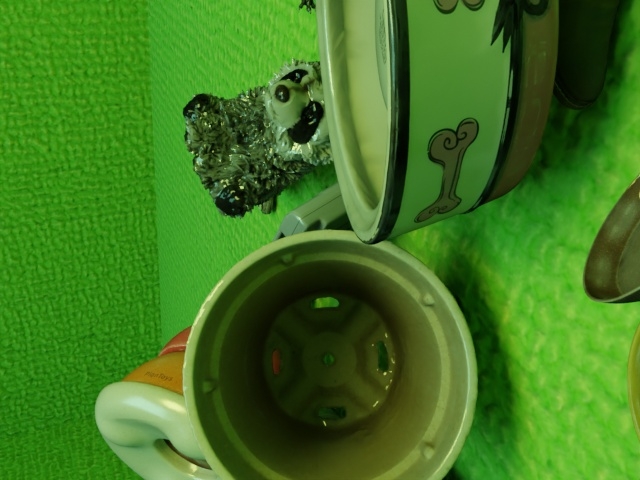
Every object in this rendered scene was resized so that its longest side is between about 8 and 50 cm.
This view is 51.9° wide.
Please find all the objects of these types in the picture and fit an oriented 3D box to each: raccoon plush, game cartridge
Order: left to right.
[{"bbox_3d":[-0.044,-0.198,1.148,0.446,0.299,0.216,-57,-54,-78],"label":"raccoon plush"},{"bbox_3d":[0.000,0.000,0.998,0.062,0.198,0.297,46,146,10],"label":"game cartridge"}]

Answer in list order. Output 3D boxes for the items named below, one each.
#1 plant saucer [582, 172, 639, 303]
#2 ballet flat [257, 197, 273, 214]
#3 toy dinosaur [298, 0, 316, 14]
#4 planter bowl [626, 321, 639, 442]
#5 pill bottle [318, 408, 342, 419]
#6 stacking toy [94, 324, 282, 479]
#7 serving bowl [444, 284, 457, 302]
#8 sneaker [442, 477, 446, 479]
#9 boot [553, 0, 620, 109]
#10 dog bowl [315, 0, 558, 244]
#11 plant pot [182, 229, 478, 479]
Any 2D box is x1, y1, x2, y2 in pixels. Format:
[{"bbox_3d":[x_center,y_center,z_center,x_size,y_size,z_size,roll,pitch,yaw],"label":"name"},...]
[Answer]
[{"bbox_3d":[0.263,-0.018,0.493,0.029,0.168,0.168,33,148,0],"label":"plant saucer"},{"bbox_3d":[-0.146,-0.179,1.441,0.084,0.058,0.250,180,82,-67],"label":"ballet flat"},{"bbox_3d":[-0.021,-0.450,1.062,0.118,0.064,0.268,-45,55,54],"label":"toy dinosaur"},{"bbox_3d":[0.324,0.115,0.436,0.217,0.090,0.217,170,90,-67],"label":"planter bowl"},{"bbox_3d":[-0.006,0.393,1.215,0.264,0.153,0.153,-143,49,-59],"label":"pill bottle"},{"bbox_3d":[-0.134,0.217,1.192,0.350,0.480,0.351,18,139,16],"label":"stacking toy"},{"bbox_3d":[0.161,0.092,0.878,0.083,0.027,0.084,170,90,-67],"label":"serving bowl"},{"bbox_3d":[0.142,0.324,0.977,0.086,0.064,0.192,-121,24,-68],"label":"sneaker"},{"bbox_3d":[0.232,-0.222,0.535,0.106,0.082,0.220,-170,75,-68],"label":"boot"},{"bbox_3d":[0.094,-0.204,0.657,0.408,0.150,0.409,174,90,-84],"label":"dog bowl"},{"bbox_3d":[0.011,0.171,0.887,0.305,0.333,0.334,92,166,-83],"label":"plant pot"}]
